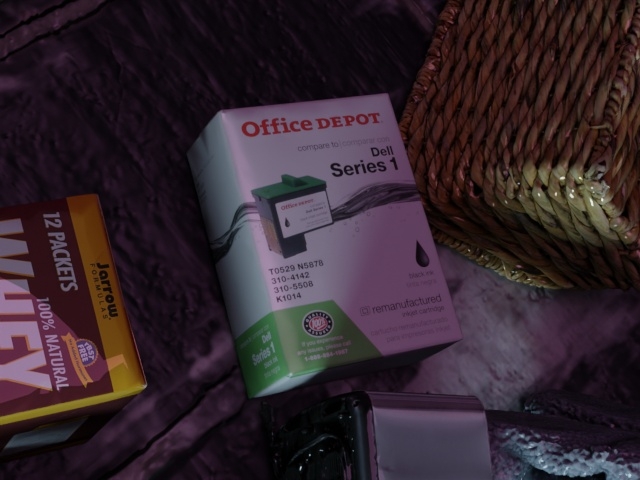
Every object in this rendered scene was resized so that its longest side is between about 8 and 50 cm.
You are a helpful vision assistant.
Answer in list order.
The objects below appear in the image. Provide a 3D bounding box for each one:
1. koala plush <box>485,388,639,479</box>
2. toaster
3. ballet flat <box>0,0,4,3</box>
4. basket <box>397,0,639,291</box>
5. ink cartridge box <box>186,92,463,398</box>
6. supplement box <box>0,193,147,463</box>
[{"bbox_3d":[0.212,0.246,0.900,0.196,0.203,0.221,-2,99,-54],"label":"koala plush"},{"bbox_3d":[0.039,0.193,0.856,0.110,0.168,0.186,4,71,-24],"label":"toaster"},{"bbox_3d":[-0.192,-0.386,0.935,0.164,0.182,0.483,38,68,-14],"label":"ballet flat"},{"bbox_3d":[0.226,-0.104,1.086,0.213,0.223,0.299,45,54,-40],"label":"basket"},{"bbox_3d":[0.000,0.000,0.952,0.160,0.092,0.219,-10,75,-26],"label":"ink cartridge box"},{"bbox_3d":[-0.239,0.074,0.766,0.191,0.194,0.129,-10,75,-26],"label":"supplement box"}]
